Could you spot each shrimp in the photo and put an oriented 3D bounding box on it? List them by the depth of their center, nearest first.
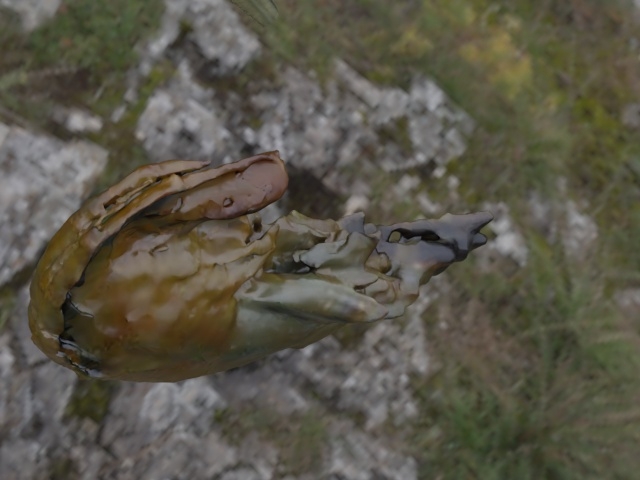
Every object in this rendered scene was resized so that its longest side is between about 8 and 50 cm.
[{"bbox_3d":[0.002,0.008,0.687,0.262,0.117,0.066,-14,63,-37],"label":"shrimp"}]

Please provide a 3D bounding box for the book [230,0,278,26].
[{"bbox_3d":[-0.135,-0.232,0.677,0.322,0.018,0.228,52,7,7],"label":"book"}]
